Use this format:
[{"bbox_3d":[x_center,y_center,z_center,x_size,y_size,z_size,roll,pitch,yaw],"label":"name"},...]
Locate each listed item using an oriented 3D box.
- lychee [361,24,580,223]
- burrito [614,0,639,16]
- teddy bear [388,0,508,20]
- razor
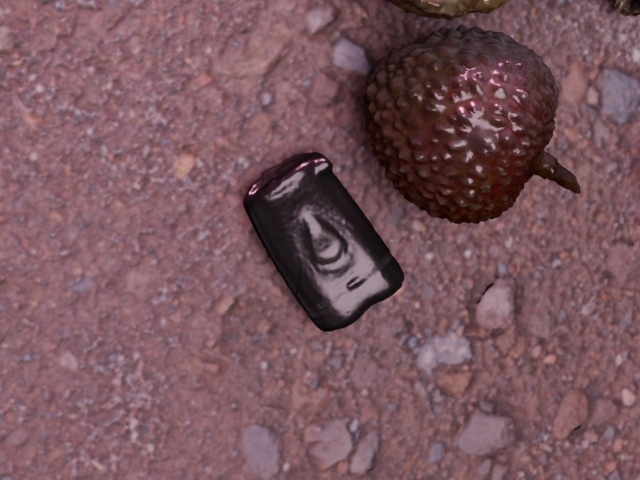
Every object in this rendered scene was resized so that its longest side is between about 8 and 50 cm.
[{"bbox_3d":[0.127,-0.091,1.049,0.197,0.165,0.165,26,91,9],"label":"lychee"},{"bbox_3d":[0.262,-0.310,1.113,0.063,0.058,0.229,-4,102,-19],"label":"burrito"},{"bbox_3d":[0.147,-0.261,1.017,0.256,0.267,0.156,-10,130,-9],"label":"teddy bear"},{"bbox_3d":[0.000,0.000,1.088,0.090,0.054,0.148,-35,105,-8],"label":"razor"}]
